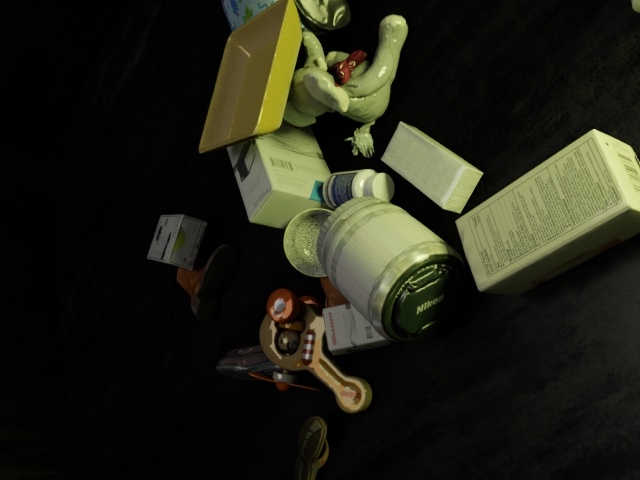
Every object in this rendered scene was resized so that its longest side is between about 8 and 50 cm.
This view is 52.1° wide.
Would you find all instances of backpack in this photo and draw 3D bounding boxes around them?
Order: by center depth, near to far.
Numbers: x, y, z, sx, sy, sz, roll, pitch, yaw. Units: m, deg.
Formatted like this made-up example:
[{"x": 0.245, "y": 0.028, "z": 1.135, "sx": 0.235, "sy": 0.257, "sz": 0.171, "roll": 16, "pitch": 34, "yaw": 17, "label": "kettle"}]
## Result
[{"x": -0.114, "y": -0.680, "z": 1.824, "sx": 0.355, "sy": 0.273, "sz": 0.290, "roll": 26, "pitch": 142, "yaw": 65, "label": "backpack"}]

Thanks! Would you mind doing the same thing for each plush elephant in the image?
[{"x": 0.026, "y": -0.378, "z": 1.560, "sx": 0.272, "sy": 0.255, "sz": 0.330, "roll": -7, "pitch": 76, "yaw": 51, "label": "plush elephant"}]

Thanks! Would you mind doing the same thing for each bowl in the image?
[{"x": 0.000, "y": 0.000, "z": 1.621, "sx": 0.080, "sy": 0.170, "sz": 0.170, "roll": -45, "pitch": -23, "yaw": -77, "label": "bowl"}]

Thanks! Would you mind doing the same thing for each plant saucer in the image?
[{"x": -0.157, "y": -0.368, "z": 1.555, "sx": 0.333, "sy": 0.081, "sz": 0.332, "roll": -1, "pitch": 73, "yaw": 58, "label": "plant saucer"}]

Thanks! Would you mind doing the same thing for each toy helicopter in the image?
[{"x": -0.024, "y": 0.293, "z": 1.557, "sx": 0.355, "sy": 0.140, "sz": 0.235, "roll": 38, "pitch": 99, "yaw": 34, "label": "toy helicopter"}]

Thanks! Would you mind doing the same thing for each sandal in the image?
[{"x": -0.011, "y": 0.508, "z": 1.556, "sx": 0.090, "sy": 0.060, "sz": 0.219, "roll": 39, "pitch": 126, "yaw": 55, "label": "sandal"}]

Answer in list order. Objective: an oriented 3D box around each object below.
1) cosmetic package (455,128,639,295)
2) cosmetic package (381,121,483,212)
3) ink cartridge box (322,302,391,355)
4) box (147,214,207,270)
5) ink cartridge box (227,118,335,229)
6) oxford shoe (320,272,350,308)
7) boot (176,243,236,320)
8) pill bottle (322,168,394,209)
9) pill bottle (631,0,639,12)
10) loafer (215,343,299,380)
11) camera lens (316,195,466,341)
[{"x": 0.395, "y": -0.034, "z": 1.111, "sx": 0.296, "sy": 0.129, "sz": 0.153, "roll": -36, "pitch": 56, "yaw": 41, "label": "cosmetic package"}, {"x": 0.233, "y": -0.159, "z": 1.402, "sx": 0.239, "sy": 0.060, "sz": 0.099, "roll": 48, "pitch": 117, "yaw": 46, "label": "cosmetic package"}, {"x": 0.080, "y": 0.191, "z": 1.452, "sx": 0.135, "sy": 0.056, "sz": 0.099, "roll": -12, "pitch": 65, "yaw": 5, "label": "ink cartridge box"}, {"x": -0.483, "y": 0.002, "z": 2.191, "sx": 0.290, "sy": 0.087, "sz": 0.169, "roll": 6, "pitch": 77, "yaw": 63, "label": "box"}, {"x": -0.099, "y": -0.180, "z": 1.697, "sx": 0.129, "sy": 0.223, "sz": 0.307, "roll": -49, "pitch": 46, "yaw": 34, "label": "ink cartridge box"}, {"x": 0.041, "y": 0.145, "z": 1.561, "sx": 0.076, "sy": 0.076, "sz": 0.212, "roll": -57, "pitch": 41, "yaw": 28, "label": "oxford shoe"}, {"x": -0.372, "y": 0.084, "z": 2.119, "sx": 0.280, "sy": 0.096, "sz": 0.264, "roll": 47, "pitch": 125, "yaw": 55, "label": "boot"}, {"x": 0.091, "y": -0.119, "z": 1.544, "sx": 0.169, "sy": 0.094, "sz": 0.094, "roll": 1, "pitch": 82, "yaw": 52, "label": "pill bottle"}, {"x": 0.535, "y": -0.460, "z": 1.070, "sx": 0.087, "sy": 0.087, "sz": 0.160, "roll": -17, "pitch": 69, "yaw": 49, "label": "pill bottle"}, {"x": -0.162, "y": 0.321, "z": 1.770, "sx": 0.302, "sy": 0.109, "sz": 0.095, "roll": -12, "pitch": 54, "yaw": 43, "label": "loafer"}, {"x": 0.142, "y": 0.055, "z": 1.334, "sx": 0.274, "sy": 0.219, "sz": 0.219, "roll": 45, "pitch": 116, "yaw": 47, "label": "camera lens"}]
